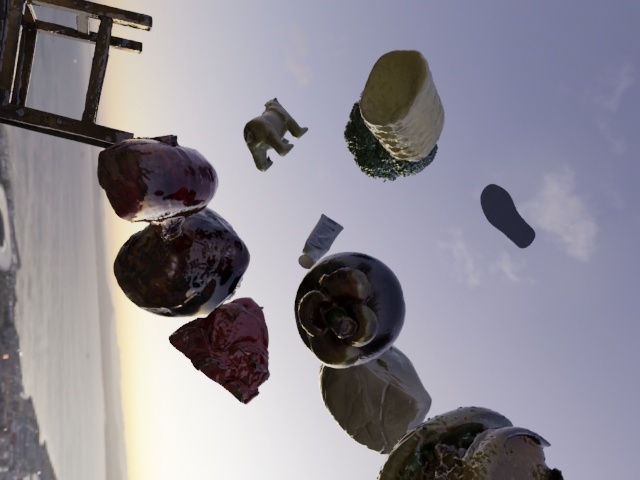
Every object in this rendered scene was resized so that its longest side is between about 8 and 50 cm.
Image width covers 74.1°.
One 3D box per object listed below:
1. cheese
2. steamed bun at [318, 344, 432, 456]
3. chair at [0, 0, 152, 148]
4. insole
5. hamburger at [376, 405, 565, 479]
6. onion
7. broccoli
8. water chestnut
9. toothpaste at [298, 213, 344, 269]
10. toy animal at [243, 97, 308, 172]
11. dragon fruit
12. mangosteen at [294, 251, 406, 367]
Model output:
[{"bbox_3d":[0.128,-0.199,0.653,0.094,0.167,0.123,31,-86,26],"label":"cheese"},{"bbox_3d":[0.118,0.409,1.208,0.246,0.236,0.383,-65,-159,12],"label":"steamed bun"},{"bbox_3d":[-0.533,-0.314,0.721,0.203,0.417,0.240,18,-82,60],"label":"chair"},{"bbox_3d":[0.303,-0.037,0.685,0.053,0.153,0.002,-50,-153,8],"label":"insole"},{"bbox_3d":[0.226,0.423,0.654,0.195,0.277,0.317,-1,-112,61],"label":"hamburger"},{"bbox_3d":[-0.206,-0.080,0.606,0.206,0.099,0.151,-51,128,-73],"label":"onion"},{"bbox_3d":[0.188,-0.280,1.097,0.270,0.270,0.269,-116,-154,-81],"label":"broccoli"},{"bbox_3d":[-0.293,0.056,0.937,0.244,0.289,0.289,54,-28,-5],"label":"water chestnut"},{"bbox_3d":[0.000,0.000,1.450,0.061,0.096,0.266,-56,-179,40],"label":"toothpaste"},{"bbox_3d":[-0.096,-0.225,0.854,0.103,0.101,0.218,-34,-162,32],"label":"toy animal"},{"bbox_3d":[-0.294,0.358,1.422,0.329,0.286,0.228,51,-4,29],"label":"dragon fruit"},{"bbox_3d":[0.039,0.116,0.684,0.194,0.230,0.193,2,-84,20],"label":"mangosteen"}]
